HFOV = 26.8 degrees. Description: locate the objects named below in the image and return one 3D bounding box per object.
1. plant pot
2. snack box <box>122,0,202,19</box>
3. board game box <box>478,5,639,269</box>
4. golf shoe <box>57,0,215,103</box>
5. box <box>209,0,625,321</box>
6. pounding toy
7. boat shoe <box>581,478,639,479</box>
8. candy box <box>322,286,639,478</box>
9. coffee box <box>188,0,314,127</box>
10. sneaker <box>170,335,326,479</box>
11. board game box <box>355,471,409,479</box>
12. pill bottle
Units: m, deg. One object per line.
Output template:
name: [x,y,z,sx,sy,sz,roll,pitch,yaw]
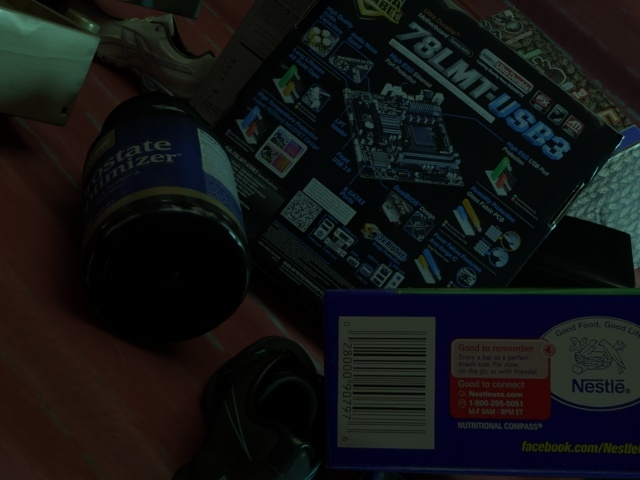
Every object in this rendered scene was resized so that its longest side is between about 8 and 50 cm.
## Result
plant pot: [0.189,0.062,1.313,0.167,0.188,0.187,27,21,2]
snack box: [-0.281,-0.295,1.354,0.187,0.060,0.322,23,11,30]
board game box: [0.263,-0.104,1.669,0.291,0.141,0.232,56,-14,38]
golf shoe: [-0.185,-0.210,1.386,0.176,0.086,0.069,36,22,-2]
box: [0.063,-0.066,1.194,0.295,0.293,0.073,38,-5,3]
pounding toy: [-0.275,-0.166,1.136,0.181,0.094,0.206,31,12,32]
boat shoe: [0.223,0.314,0.898,0.110,0.104,0.307,2,56,-12]
candy box: [0.156,0.098,0.943,0.268,0.122,0.317,0,-7,9]
coffee box: [-0.005,-0.201,1.361,0.119,0.297,0.168,37,20,5]
sneaker: [-0.025,0.123,0.916,0.101,0.106,0.267,34,19,-7]
board game box: [0.071,0.249,0.885,0.160,0.047,0.210,38,20,-1]
pill bottle: [-0.124,-0.027,1.043,0.122,0.123,0.219,28,22,-24]
